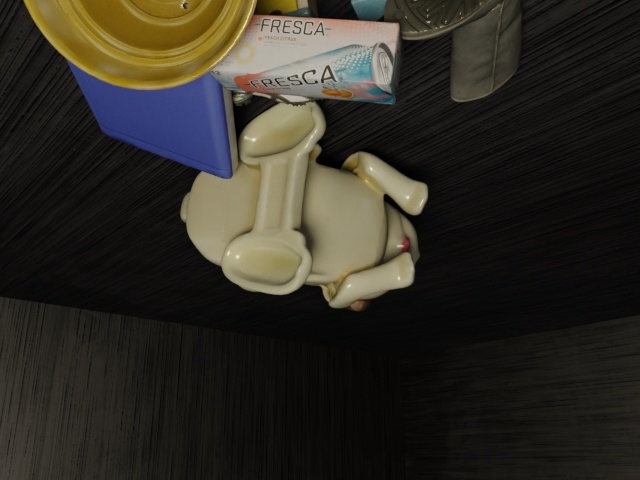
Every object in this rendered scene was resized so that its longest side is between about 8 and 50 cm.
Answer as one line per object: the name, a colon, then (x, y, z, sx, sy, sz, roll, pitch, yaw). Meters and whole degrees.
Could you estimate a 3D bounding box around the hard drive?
hard drive: (-0.212, -0.193, 0.788, 0.210, 0.040, 0.318, 20, 160, 3)

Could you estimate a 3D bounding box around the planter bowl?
planter bowl: (-0.155, -0.254, 0.575, 0.217, 0.217, 0.090, -2, -159, 5)

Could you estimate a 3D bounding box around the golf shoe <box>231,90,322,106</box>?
golf shoe: (-0.062, -0.215, 0.769, 0.198, 0.077, 0.094, -5, 159, 11)

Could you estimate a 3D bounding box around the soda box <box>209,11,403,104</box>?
soda box: (-0.014, -0.178, 0.615, 0.183, 0.063, 0.058, 8, 174, 13)

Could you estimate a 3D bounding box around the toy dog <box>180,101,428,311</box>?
toy dog: (0.000, 0.000, 1.075, 0.395, 0.284, 0.408, -16, 157, 38)

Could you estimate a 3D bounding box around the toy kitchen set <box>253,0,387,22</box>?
toy kitchen set: (-0.032, -0.256, 0.586, 0.166, 0.122, 0.207, -7, 159, 19)

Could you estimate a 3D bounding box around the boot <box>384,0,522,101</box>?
boot: (0.156, -0.224, 0.698, 0.190, 0.076, 0.208, -26, 164, -4)
